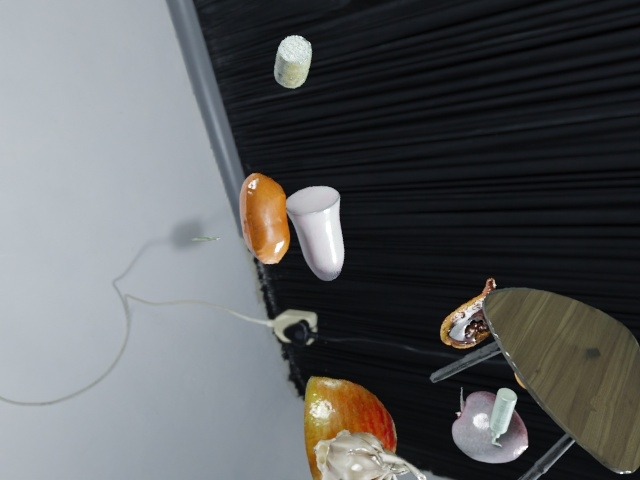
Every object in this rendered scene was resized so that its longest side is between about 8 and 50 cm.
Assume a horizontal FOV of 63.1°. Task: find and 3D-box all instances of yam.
[{"bbox_3d":[-0.084,-0.548,1.595,0.194,0.107,0.108,152,-57,-81],"label":"yam"}]

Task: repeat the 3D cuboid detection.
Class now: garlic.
[{"bbox_3d":[0.090,0.380,0.848,0.131,0.194,0.127,19,65,-49],"label":"garlic"}]

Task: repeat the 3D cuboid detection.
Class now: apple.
[{"bbox_3d":[0.066,0.538,1.405,0.254,0.179,0.346,-21,104,-29],"label":"apple"}]

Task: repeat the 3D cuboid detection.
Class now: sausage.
[{"bbox_3d":[-0.162,-0.061,1.469,0.133,0.133,0.259,-23,111,-53],"label":"sausage"}]

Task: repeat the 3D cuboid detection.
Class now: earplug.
[{"bbox_3d":[0.000,0.000,1.656,0.172,0.172,0.301,-48,137,-43],"label":"earplug"}]

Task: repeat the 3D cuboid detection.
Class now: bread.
[{"bbox_3d":[0.510,0.250,1.709,0.139,0.095,0.269,42,96,-11],"label":"bread"}]

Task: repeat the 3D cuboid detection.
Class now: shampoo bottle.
[{"bbox_3d":[0.528,0.527,1.535,0.056,0.056,0.195,-32,135,-50],"label":"shampoo bottle"}]

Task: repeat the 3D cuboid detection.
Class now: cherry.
[{"bbox_3d":[0.534,0.603,1.682,0.213,0.266,0.183,-59,143,-11],"label":"cherry"}]

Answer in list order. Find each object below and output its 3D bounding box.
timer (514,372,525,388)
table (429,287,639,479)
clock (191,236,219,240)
[{"bbox_3d":[0.745,0.430,1.725,0.152,0.132,0.132,9,83,-18],"label":"timer"},{"bbox_3d":[0.357,0.257,0.922,0.317,0.317,0.249,-44,167,-45],"label":"table"},{"bbox_3d":[-0.330,-0.003,1.488,0.083,0.074,0.010,-11,103,-62],"label":"clock"}]
